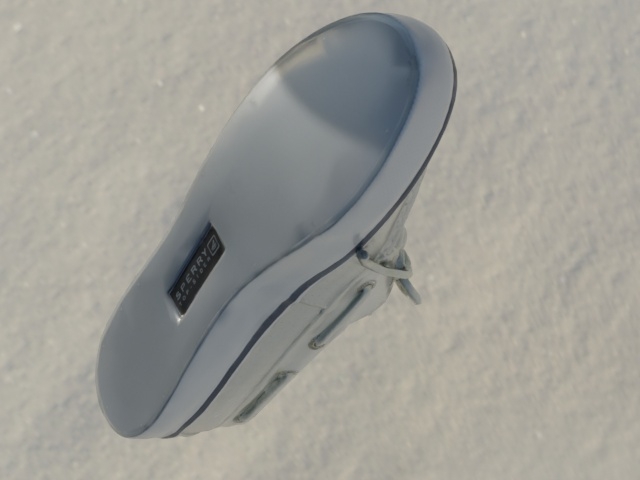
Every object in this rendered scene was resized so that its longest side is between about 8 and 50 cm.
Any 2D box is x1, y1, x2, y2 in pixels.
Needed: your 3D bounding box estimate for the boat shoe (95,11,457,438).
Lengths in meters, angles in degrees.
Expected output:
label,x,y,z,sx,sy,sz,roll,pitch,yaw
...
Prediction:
label,x,y,z,sx,sy,sz,roll,pitch,yaw
boat shoe,0.003,0.007,1.023,0.367,0.156,0.136,-54,48,30
